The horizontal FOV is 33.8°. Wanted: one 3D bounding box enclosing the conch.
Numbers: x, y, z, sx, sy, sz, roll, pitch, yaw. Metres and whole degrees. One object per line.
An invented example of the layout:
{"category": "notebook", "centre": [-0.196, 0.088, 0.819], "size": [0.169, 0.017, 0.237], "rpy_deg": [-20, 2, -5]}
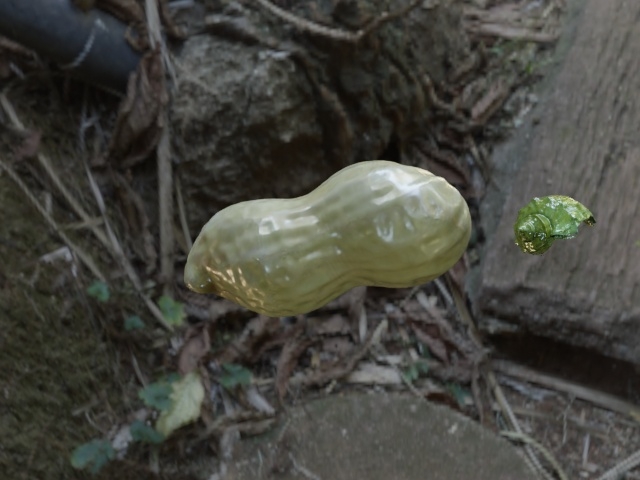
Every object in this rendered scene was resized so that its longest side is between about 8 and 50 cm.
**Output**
{"category": "conch", "centre": [0.286, -0.017, 1.276], "size": [0.121, 0.074, 0.089], "rpy_deg": [-6, 15, -34]}

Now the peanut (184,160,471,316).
{"category": "peanut", "centre": [0.000, 0.000, 0.637], "size": [0.187, 0.082, 0.082], "rpy_deg": [-17, 47, 19]}
